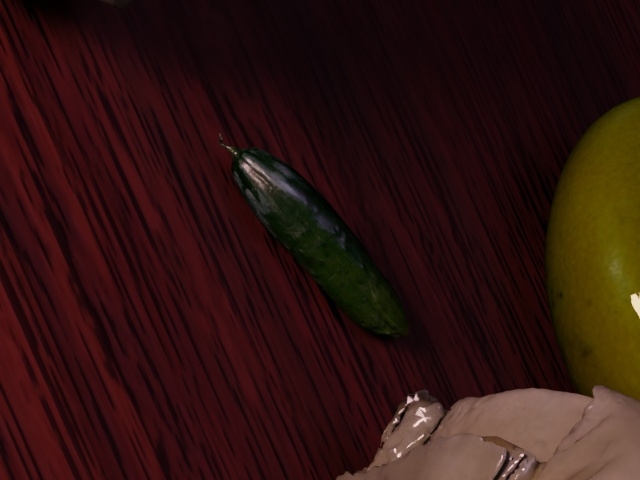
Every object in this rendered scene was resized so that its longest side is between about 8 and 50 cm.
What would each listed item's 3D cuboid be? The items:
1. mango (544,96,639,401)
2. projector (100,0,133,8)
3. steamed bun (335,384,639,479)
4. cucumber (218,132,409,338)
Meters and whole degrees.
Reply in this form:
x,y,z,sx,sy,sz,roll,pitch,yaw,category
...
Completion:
x,y,z,sx,sy,sz,roll,pitch,yaw,category
0.229,0.038,1.203,0.185,0.149,0.273,-10,72,-42,mango
-0.125,-0.240,0.912,0.177,0.242,0.163,23,54,-17,projector
0.162,0.247,0.924,0.394,0.346,0.237,23,51,14,steamed bun
0.000,0.000,1.060,0.168,0.039,0.039,49,42,-20,cucumber
